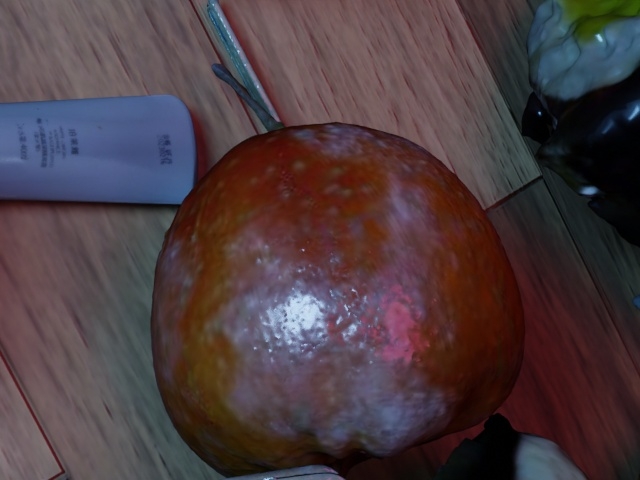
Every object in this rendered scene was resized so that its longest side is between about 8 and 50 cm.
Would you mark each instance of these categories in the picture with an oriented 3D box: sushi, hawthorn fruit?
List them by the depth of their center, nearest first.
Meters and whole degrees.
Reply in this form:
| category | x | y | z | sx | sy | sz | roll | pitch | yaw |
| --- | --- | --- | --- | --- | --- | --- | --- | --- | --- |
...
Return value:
| category | x | y | z | sx | sy | sz | roll | pitch | yaw |
| --- | --- | --- | --- | --- | --- | --- | --- | --- | --- |
| hawthorn fruit | 0.009 | 0.034 | 0.713 | 0.231 | 0.235 | 0.263 | -43 | 131 | -64 |
| sushi | 0.337 | -0.116 | 0.946 | 0.294 | 0.281 | 0.299 | 44 | 52 | -23 |

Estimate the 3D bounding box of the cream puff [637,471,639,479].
| category | x | y | z | sx | sy | sz | roll | pitch | yaw |
| --- | --- | --- | --- | --- | --- | --- | --- | --- | --- |
| cream puff | 0.323 | 0.236 | 0.947 | 0.165 | 0.115 | 0.150 | -18 | 81 | -25 |

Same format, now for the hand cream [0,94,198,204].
| category | x | y | z | sx | sy | sz | roll | pitch | yaw |
| --- | --- | --- | --- | --- | --- | --- | --- | --- | --- |
| hand cream | -0.191 | -0.058 | 0.731 | 0.255 | 0.048 | 0.079 | -3 | 85 | -37 |

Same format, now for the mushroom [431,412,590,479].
| category | x | y | z | sx | sy | sz | roll | pitch | yaw |
| --- | --- | --- | --- | --- | --- | --- | --- | --- | --- |
| mushroom | 0.096 | 0.249 | 0.699 | 0.344 | 0.130 | 0.248 | -19 | 124 | -63 |

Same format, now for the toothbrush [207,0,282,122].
| category | x | y | z | sx | sy | sz | roll | pitch | yaw |
| --- | --- | --- | --- | --- | --- | --- | --- | --- | --- |
| toothbrush | -0.015 | -0.049 | 0.854 | 0.028 | 0.026 | 0.294 | -25 | 92 | -20 |

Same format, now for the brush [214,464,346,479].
| category | x | y | z | sx | sy | sz | roll | pitch | yaw |
| --- | --- | --- | --- | --- | --- | --- | --- | --- | --- |
| brush | -0.137 | 0.183 | 0.646 | 0.327 | 0.065 | 0.070 | -7 | 77 | -6 |
